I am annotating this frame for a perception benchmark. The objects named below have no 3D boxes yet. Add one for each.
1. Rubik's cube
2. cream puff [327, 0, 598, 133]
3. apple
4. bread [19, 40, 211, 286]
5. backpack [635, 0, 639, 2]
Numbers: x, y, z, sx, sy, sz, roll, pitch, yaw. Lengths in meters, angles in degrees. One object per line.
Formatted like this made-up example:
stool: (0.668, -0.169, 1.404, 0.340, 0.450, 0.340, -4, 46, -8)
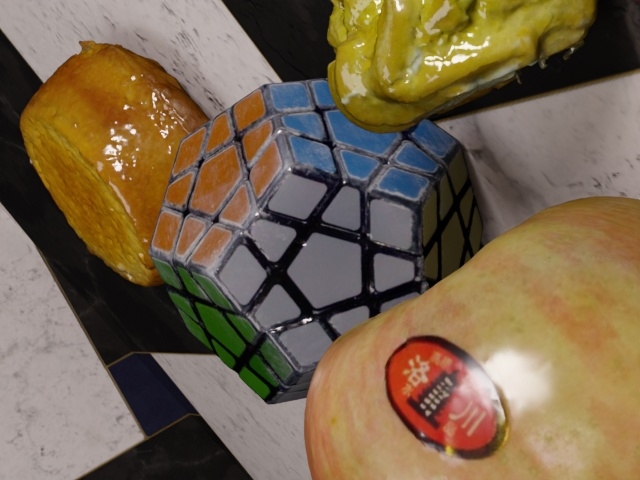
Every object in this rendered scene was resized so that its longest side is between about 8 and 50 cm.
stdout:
Rubik's cube: (0.000, 0.000, 1.448, 0.319, 0.319, 0.264, 38, 130, 21)
cream puff: (0.076, -0.179, 1.132, 0.195, 0.194, 0.221, 49, 154, -4)
apple: (0.198, 0.159, 1.187, 0.346, 0.391, 0.391, 56, 159, 3)
bread: (-0.219, -0.085, 1.838, 0.312, 0.172, 0.312, 41, 158, 21)
backpack: (0.174, -0.216, 0.769, 0.283, 0.197, 0.317, 54, -176, -42)
